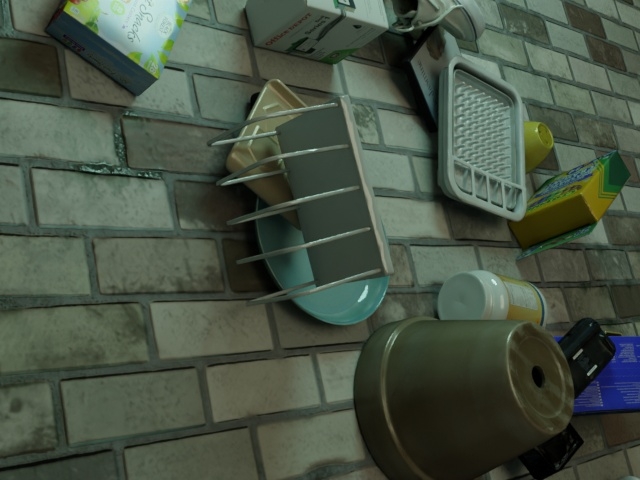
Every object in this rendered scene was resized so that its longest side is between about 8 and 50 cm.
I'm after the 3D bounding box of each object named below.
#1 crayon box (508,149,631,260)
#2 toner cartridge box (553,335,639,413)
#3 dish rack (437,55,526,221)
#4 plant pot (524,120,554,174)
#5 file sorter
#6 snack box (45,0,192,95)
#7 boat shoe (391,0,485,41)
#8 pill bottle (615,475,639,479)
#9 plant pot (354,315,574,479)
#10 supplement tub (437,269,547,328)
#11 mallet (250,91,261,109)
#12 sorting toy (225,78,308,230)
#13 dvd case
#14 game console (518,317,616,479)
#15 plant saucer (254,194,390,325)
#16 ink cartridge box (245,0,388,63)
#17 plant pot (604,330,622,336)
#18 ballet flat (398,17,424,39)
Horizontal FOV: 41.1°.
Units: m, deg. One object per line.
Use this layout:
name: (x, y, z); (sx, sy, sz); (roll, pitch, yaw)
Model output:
crayon box: (0.579, -0.086, 2.000); (0.083, 0.203, 0.323); (58, 43, -7)
toner cartridge box: (0.581, 0.295, 1.853); (0.347, 0.075, 0.165); (3, 70, -25)
dish rack: (0.351, -0.218, 1.904); (0.285, 0.072, 0.333); (16, 70, -40)
plant pot: (0.510, -0.237, 2.082); (0.134, 0.095, 0.134); (20, 59, -38)
file sorter: (-0.041, -0.054, 1.305); (0.173, 0.192, 0.278); (-14, 90, -35)
snack box: (-0.310, -0.361, 1.347); (0.174, 0.070, 0.207); (36, 51, -28)
boat shoe: (0.199, -0.498, 1.788); (0.367, 0.136, 0.156); (35, 87, -40)
pill bottle: (0.732, 0.602, 1.911); (0.184, 0.103, 0.103); (32, 52, -31)
plant pot: (0.267, 0.262, 1.480); (0.323, 0.280, 0.323); (21, 57, -37)
supplement tub: (0.344, 0.138, 1.710); (0.199, 0.144, 0.144); (14, 63, -40)
mallet: (-0.055, -0.226, 1.567); (0.189, 0.039, 0.062); (5, 66, -48)
sorting toy: (-0.059, -0.146, 1.464); (0.193, 0.038, 0.208); (41, 53, -24)
dvd case: (0.264, -0.383, 1.924); (0.253, 0.022, 0.180); (-56, 129, -43)
game console: (0.490, 0.299, 1.738); (0.361, 0.044, 0.213); (-36, 90, -31)
plant saucer: (0.000, 0.000, 1.509); (0.317, 0.043, 0.318); (21, 57, -38)
ink cartridge box: (-0.007, -0.421, 1.608); (0.219, 0.160, 0.093); (0, 72, -44)
plant pot: (0.663, 0.264, 2.012); (0.081, 0.083, 0.082); (11, 65, -42)
ballet flat: (0.197, -0.527, 1.949); (0.052, 0.057, 0.168); (-2, 67, -14)
